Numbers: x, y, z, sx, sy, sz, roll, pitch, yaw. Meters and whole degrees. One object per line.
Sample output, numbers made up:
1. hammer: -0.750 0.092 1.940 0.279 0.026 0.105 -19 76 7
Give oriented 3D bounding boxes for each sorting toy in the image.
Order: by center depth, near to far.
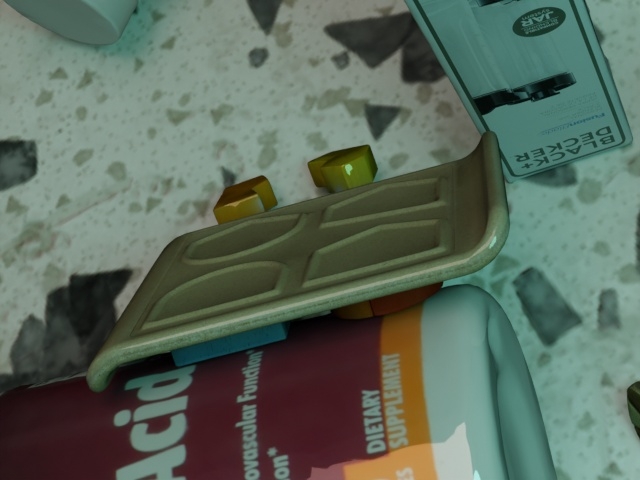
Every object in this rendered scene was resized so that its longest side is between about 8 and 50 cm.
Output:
1. sorting toy: 0.000 0.000 0.900 0.229 0.307 0.041 -19 103 10

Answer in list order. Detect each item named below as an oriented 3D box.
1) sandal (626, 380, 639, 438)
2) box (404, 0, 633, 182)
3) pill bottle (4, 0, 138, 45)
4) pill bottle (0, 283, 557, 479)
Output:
1. sandal: 0.244 0.133 0.856 0.049 0.072 0.180 -31 54 -20
2. box: 0.097 -0.169 0.905 0.087 0.290 0.169 -20 65 13
3. pill bottle: -0.146 -0.265 1.122 0.131 0.131 0.229 16 74 25
4. pill bottle: -0.072 0.171 0.855 0.392 0.224 0.224 -14 64 13
